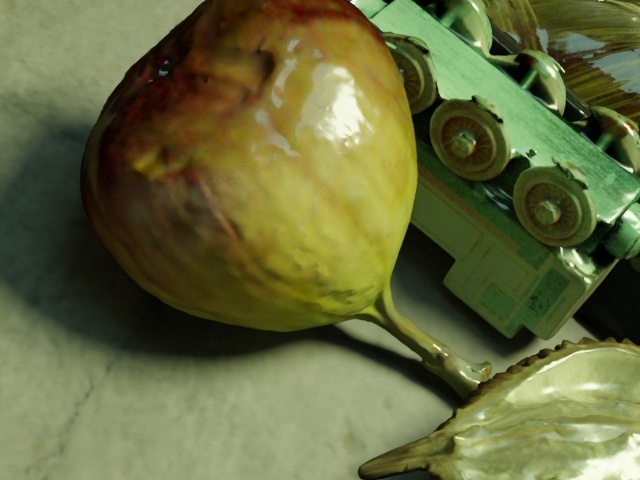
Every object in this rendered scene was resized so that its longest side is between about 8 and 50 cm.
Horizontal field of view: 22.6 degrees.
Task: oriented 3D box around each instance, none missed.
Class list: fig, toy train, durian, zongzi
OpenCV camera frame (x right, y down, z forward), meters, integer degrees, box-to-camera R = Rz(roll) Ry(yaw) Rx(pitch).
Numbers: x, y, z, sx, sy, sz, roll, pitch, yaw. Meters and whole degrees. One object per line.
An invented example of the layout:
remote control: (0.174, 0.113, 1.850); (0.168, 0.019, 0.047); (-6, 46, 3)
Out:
fig: (-0.001, -0.008, 0.732); (0.231, 0.143, 0.160); (45, 73, 2)
toy train: (0.076, -0.041, 0.821); (0.194, 0.125, 0.081); (40, 43, 11)
durian: (0.108, 0.117, 0.720); (0.188, 0.091, 0.148); (5, 38, -10)
zongzi: (0.161, -0.036, 0.892); (0.241, 0.111, 0.247); (-3, 55, -24)

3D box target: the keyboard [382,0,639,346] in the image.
keyboard: (0.144, -0.021, 0.856); (0.317, 0.106, 0.027); (43, 34, 6)
